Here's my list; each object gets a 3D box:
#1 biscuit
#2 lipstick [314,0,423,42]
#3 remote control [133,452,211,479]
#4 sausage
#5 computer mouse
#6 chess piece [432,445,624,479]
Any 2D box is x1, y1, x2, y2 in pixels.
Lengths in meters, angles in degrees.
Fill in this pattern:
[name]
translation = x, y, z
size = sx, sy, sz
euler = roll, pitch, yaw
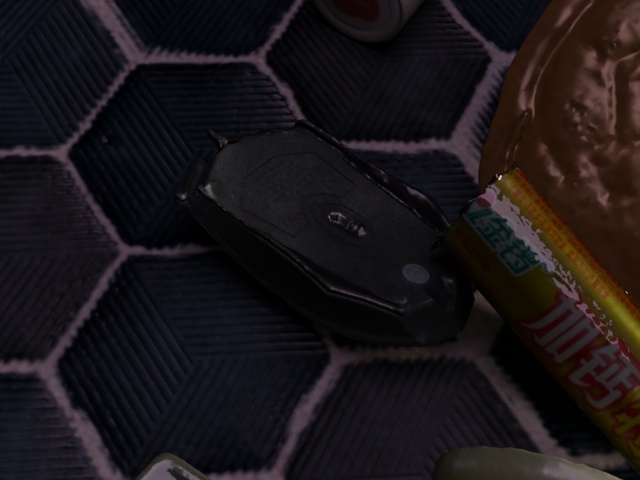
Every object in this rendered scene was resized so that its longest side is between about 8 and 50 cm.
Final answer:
[biscuit]
translation = 0.306, -0.060, 0.791
size = 0.365, 0.062, 0.385
euler = 36, 93, 9
[lipstick]
translation = 0.109, -0.301, 1.012
size = 0.087, 0.087, 0.327
euler = 29, 59, 11
[remote control]
translation = -0.136, 0.254, 0.657
size = 0.123, 0.038, 0.285
euler = 37, 61, 15
[sausage]
translation = 0.215, 0.115, 0.742
size = 0.082, 0.082, 0.371
euler = -37, 83, -26
[computer mouse]
translation = 0.001, 0.001, 0.818
size = 0.231, 0.071, 0.126
euler = 33, 48, 17
[chess piece]
translation = 0.099, 0.254, 0.637
size = 0.144, 0.144, 0.251
euler = 18, 62, 4
